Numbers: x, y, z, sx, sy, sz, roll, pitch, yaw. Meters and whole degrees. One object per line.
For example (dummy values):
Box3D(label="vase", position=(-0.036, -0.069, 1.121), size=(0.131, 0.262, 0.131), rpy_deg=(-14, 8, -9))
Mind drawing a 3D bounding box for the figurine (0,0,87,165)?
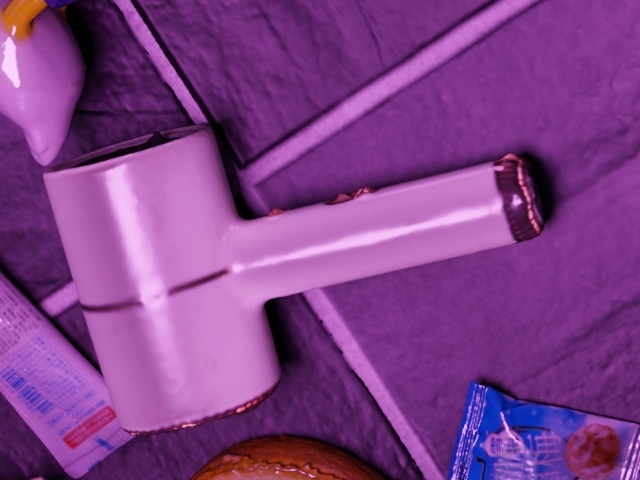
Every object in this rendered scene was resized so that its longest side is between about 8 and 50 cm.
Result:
Box3D(label="figurine", position=(-0.279, -0.116, 1.282), size=(0.420, 0.154, 0.193), rpy_deg=(-30, 98, 24))

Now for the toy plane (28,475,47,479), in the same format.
Box3D(label="toy plane", position=(-0.284, 0.262, 1.419), size=(0.244, 0.092, 0.229), rpy_deg=(28, 114, 11))

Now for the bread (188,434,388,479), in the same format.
Box3D(label="bread", position=(-0.021, 0.258, 1.339), size=(0.236, 0.070, 0.236), rpy_deg=(5, 108, 17))

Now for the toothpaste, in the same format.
Box3D(label="toothpaste", position=(-0.238, 0.080, 1.377), size=(0.089, 0.057, 0.234), rpy_deg=(-37, 97, 26))

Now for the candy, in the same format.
Box3D(label="candy", position=(0.162, 0.158, 1.268), size=(0.136, 0.038, 0.088), rpy_deg=(14, 96, 7))

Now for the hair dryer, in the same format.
Box3D(label="hair dryer", position=(0.000, 0.000, 1.244), size=(0.362, 0.128, 0.203), rpy_deg=(-14, 99, 14))
